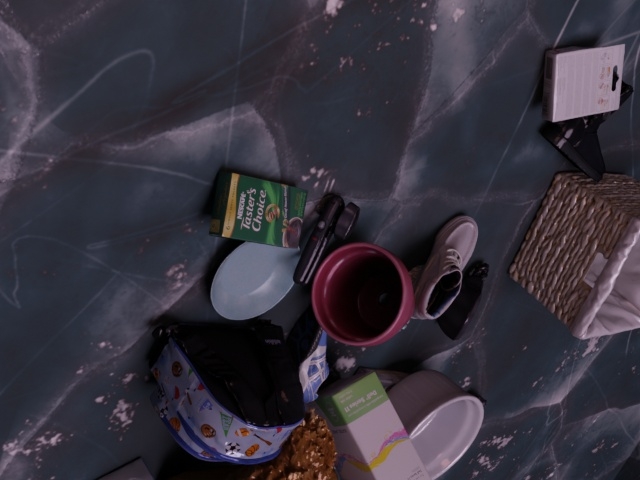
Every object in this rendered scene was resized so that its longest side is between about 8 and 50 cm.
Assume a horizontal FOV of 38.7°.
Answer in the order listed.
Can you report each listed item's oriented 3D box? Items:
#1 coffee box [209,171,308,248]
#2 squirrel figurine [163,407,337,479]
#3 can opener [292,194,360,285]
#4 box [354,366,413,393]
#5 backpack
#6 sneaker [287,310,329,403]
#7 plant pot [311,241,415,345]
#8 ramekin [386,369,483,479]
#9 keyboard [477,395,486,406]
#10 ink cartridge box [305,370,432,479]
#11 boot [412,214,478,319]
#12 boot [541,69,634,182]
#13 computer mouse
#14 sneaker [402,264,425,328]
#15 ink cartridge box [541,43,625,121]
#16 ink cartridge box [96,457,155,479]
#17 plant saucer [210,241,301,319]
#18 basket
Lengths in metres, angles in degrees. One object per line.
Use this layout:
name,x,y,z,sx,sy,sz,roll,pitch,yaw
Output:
coffee box,-0.105,-0.049,1.581,0.184,0.040,0.113,12,88,-45
squirrel figurine,-0.085,0.521,1.893,0.370,0.281,0.397,-15,156,-42
can opener,0.000,0.000,1.708,0.186,0.073,0.059,-58,145,-3
box,0.133,0.399,2.191,0.231,0.056,0.183,15,111,-47
backpack,-0.168,0.287,1.670,0.276,0.263,0.213,2,121,-43
sneaker,-0.022,0.241,1.886,0.081,0.080,0.211,9,106,-38
plant pot,0.105,0.116,1.835,0.201,0.201,0.180,-52,155,7
ramekin,0.241,0.440,2.171,0.277,0.135,0.277,-24,136,-26
keyboard,0.334,0.542,2.465,0.317,0.033,0.201,-47,159,0
ink cartridge box,0.115,0.472,1.972,0.119,0.354,0.207,-27,177,-24
boot,0.276,0.060,1.933,0.095,0.123,0.258,35,80,-17
boot,0.622,-0.258,2.030,0.207,0.094,0.246,-50,135,10
computer mouse,0.307,0.143,2.057,0.189,0.072,0.272,-62,175,14
sneaker,0.194,0.126,2.020,0.166,0.065,0.076,-55,175,-7
ink cartridge box,0.546,-0.333,1.898,0.179,0.045,0.145,-14,116,-24
ink cartridge box,-0.392,0.564,1.854,0.134,0.078,0.231,-24,136,-24
plant saucer,-0.126,0.059,1.691,0.195,0.037,0.195,-24,137,-25
basket,0.694,0.023,2.199,0.331,0.266,0.328,-2,124,-39
